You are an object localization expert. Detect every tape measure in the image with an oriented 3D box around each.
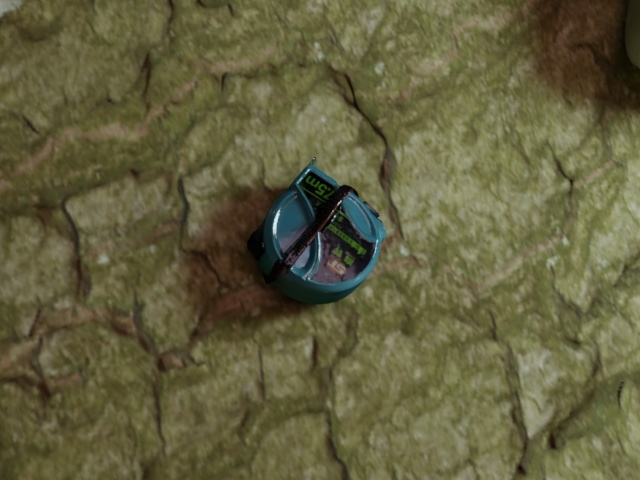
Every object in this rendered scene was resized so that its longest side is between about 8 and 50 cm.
[{"bbox_3d":[0.000,0.000,1.115,0.125,0.081,0.146,38,66,0],"label":"tape measure"}]

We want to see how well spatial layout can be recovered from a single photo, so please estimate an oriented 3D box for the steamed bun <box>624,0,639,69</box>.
[{"bbox_3d":[0.478,-0.305,1.322,0.146,0.164,0.241,19,80,-8],"label":"steamed bun"}]
